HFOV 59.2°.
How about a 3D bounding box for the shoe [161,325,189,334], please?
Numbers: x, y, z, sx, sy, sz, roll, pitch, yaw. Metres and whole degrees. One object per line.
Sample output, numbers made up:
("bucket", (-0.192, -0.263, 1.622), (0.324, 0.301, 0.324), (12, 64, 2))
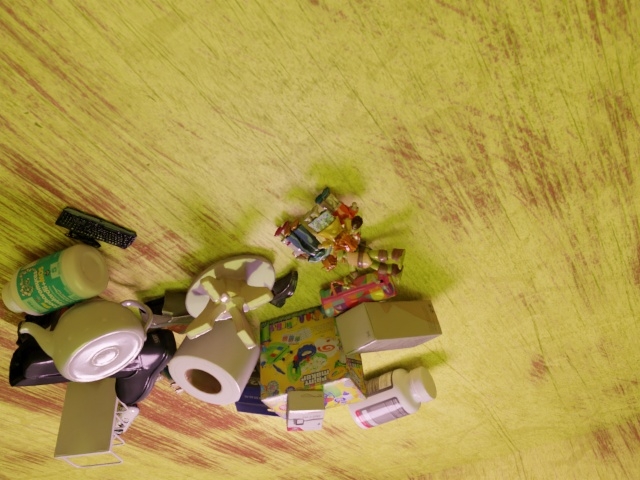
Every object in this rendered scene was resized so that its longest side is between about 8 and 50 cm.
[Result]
("shoe", (-0.428, 0.239, 1.754), (0.081, 0.063, 0.178), (22, 137, -35))

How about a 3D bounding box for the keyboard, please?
("keyboard", (-0.584, -0.014, 1.458), (0.192, 0.038, 0.100), (24, 131, -30))

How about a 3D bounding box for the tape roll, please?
("tape roll", (-0.336, 0.383, 1.794), (0.246, 0.169, 0.246), (12, 133, 13))

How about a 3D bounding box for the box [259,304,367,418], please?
("box", (-0.029, 0.384, 1.809), (0.290, 0.279, 0.177), (-17, 138, 14))

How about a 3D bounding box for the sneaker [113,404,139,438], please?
("sneaker", (-0.798, 0.733, 2.276), (0.085, 0.086, 0.237), (22, 131, -27))

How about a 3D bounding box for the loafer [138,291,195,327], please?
("loafer", (-0.435, 0.202, 1.686), (0.251, 0.094, 0.087), (-17, 143, 13))

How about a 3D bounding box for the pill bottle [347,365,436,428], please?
("pill bottle", (0.278, 0.600, 2.181), (0.319, 0.176, 0.176), (-27, 135, 24))

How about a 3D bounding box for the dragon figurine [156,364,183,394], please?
("dragon figurine", (-0.466, 0.439, 1.968), (0.289, 0.144, 0.085), (-26, 137, -5))

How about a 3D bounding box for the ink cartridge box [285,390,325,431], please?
("ink cartridge box", (-0.047, 0.515, 1.695), (0.109, 0.063, 0.150), (0, 139, -6))

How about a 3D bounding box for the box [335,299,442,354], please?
("box", (0.214, 0.266, 1.739), (0.311, 0.121, 0.148), (5, 151, -42))

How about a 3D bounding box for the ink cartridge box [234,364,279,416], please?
("ink cartridge box", (-0.167, 0.519, 1.963), (0.304, 0.307, 0.072), (13, 93, -21))

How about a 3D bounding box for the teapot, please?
("teapot", (-0.617, 0.246, 1.538), (0.253, 0.187, 0.256), (-38, 150, -4))

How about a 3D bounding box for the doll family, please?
("doll family", (0.000, 0.000, 1.454), (0.163, 0.118, 0.263), (39, 126, -20))

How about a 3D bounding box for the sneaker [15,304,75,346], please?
("sneaker", (-0.836, 0.266, 1.709), (0.135, 0.097, 0.276), (25, 133, -34))

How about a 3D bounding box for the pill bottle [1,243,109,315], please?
("pill bottle", (-0.716, 0.113, 1.507), (0.264, 0.146, 0.146), (-20, 138, 16))

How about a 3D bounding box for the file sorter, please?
("file sorter", (-0.812, 0.659, 2.046), (0.193, 0.277, 0.173), (-6, 144, 1))

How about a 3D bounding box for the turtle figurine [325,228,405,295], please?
("turtle figurine", (0.124, 0.060, 1.582), (0.218, 0.087, 0.269), (12, 124, 13))

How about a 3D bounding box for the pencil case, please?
("pencil case", (0.112, 0.155, 1.696), (0.237, 0.104, 0.104), (-24, 137, 20))

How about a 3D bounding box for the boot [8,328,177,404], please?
("boot", (-0.726, 0.411, 1.749), (0.445, 0.146, 0.367), (2, 133, -47))

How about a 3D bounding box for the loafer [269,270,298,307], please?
("loafer", (-0.117, 0.145, 1.686), (0.061, 0.062, 0.170), (18, 133, -19))

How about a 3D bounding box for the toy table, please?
("toy table", (-0.250, 0.163, 1.557), (0.274, 0.161, 0.252), (-38, 116, 9))
